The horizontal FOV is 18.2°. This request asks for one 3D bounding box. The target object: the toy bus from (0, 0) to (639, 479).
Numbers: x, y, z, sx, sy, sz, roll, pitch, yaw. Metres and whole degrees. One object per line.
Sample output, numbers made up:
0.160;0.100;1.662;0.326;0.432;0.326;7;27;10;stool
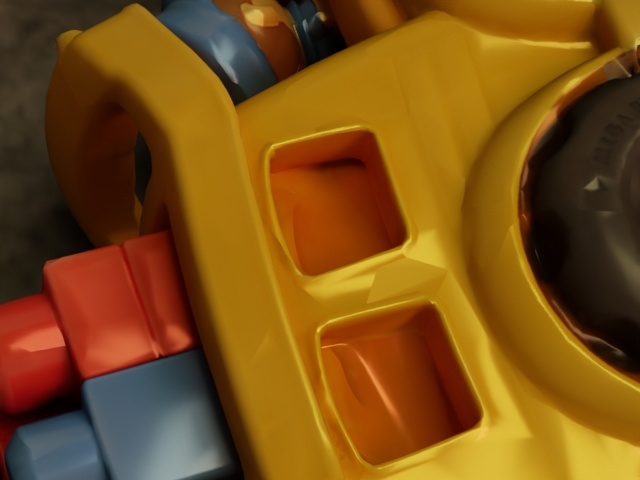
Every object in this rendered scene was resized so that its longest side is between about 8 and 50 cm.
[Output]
0.000;0.000;0.479;0.211;0.149;0.220;-12;66;-12;toy bus
